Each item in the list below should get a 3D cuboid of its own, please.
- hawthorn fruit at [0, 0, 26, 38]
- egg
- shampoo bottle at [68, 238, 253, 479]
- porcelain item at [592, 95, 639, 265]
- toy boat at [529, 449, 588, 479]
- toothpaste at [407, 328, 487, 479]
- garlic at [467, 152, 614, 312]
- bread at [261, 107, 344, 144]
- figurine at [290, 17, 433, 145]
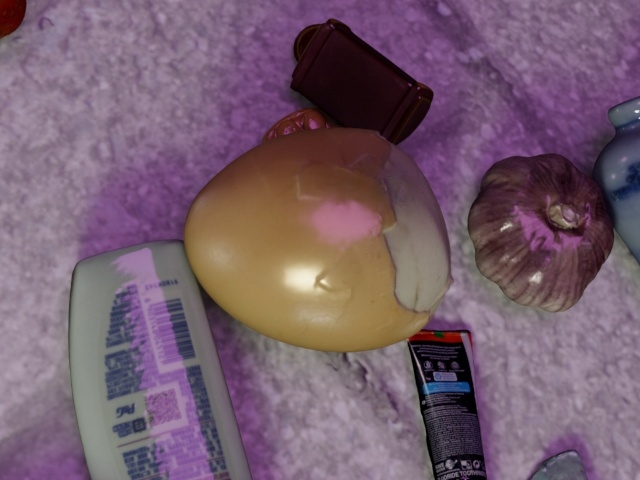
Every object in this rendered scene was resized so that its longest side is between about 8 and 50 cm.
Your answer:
[{"bbox_3d":[-0.341,-0.227,1.239,0.138,0.133,0.133,38,66,-11],"label":"hawthorn fruit"},{"bbox_3d":[0.000,0.000,1.214,0.244,0.201,0.201,1,72,-13],"label":"egg"},{"bbox_3d":[-0.136,0.184,1.183,0.134,0.078,0.359,-13,76,-13],"label":"shampoo bottle"},{"bbox_3d":[0.358,-0.020,1.358,0.141,0.141,0.259,-17,87,-19],"label":"porcelain item"},{"bbox_3d":[0.230,0.331,1.238,0.206,0.096,0.282,-12,66,-3],"label":"toy boat"},{"bbox_3d":[0.126,0.173,1.278,0.071,0.045,0.193,2,65,-23],"label":"toothpaste"},{"bbox_3d":[0.217,-0.014,1.329,0.147,0.102,0.159,7,73,-7],"label":"garlic"},{"bbox_3d":[-0.005,-0.079,1.333,0.110,0.024,0.110,4,71,-12],"label":"bread"},{"bbox_3d":[0.041,-0.165,1.347,0.154,0.082,0.098,39,29,15],"label":"figurine"}]
